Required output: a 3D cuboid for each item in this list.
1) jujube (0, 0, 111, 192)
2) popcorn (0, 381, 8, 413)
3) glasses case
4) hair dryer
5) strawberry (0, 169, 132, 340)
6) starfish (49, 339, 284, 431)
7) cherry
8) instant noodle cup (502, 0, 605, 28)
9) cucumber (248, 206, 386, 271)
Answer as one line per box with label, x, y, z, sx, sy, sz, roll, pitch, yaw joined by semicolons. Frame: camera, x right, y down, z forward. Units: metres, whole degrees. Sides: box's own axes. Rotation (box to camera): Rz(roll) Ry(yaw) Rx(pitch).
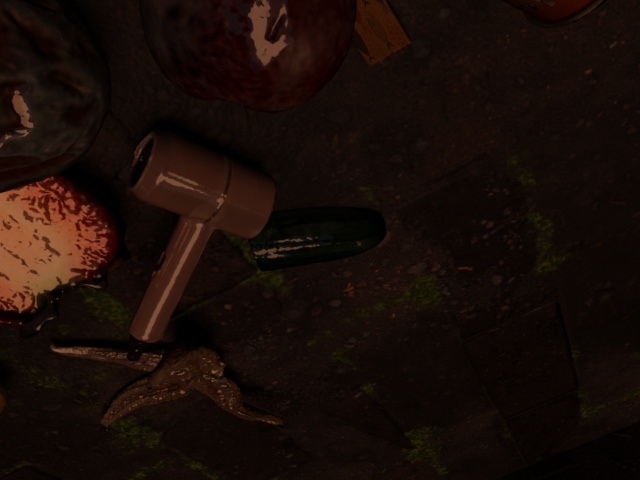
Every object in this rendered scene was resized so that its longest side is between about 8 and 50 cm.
jujube;-0.364;-0.154;0.518;0.308;0.215;0.246;-19;140;-36
popcorn;-0.658;0.310;0.920;0.253;0.191;0.190;-42;144;11
glasses case;0.043;-0.300;0.655;0.065;0.041;0.170;-24;136;26
hair dryer;-0.218;0.028;0.768;0.189;0.107;0.344;21;99;-34
strawberry;-0.421;-0.039;0.722;0.233;0.138;0.306;-37;115;-10
starfish;-0.287;0.294;1.053;0.384;0.132;0.398;-7;147;0
cherry;-0.077;-0.257;0.535;0.203;0.230;0.300;-24;121;-28
instant noodle cup;0.193;-0.358;0.516;0.192;0.250;0.250;10;128;-15
cucumber;0.000;0.000;0.908;0.244;0.063;0.115;-11;134;-8
